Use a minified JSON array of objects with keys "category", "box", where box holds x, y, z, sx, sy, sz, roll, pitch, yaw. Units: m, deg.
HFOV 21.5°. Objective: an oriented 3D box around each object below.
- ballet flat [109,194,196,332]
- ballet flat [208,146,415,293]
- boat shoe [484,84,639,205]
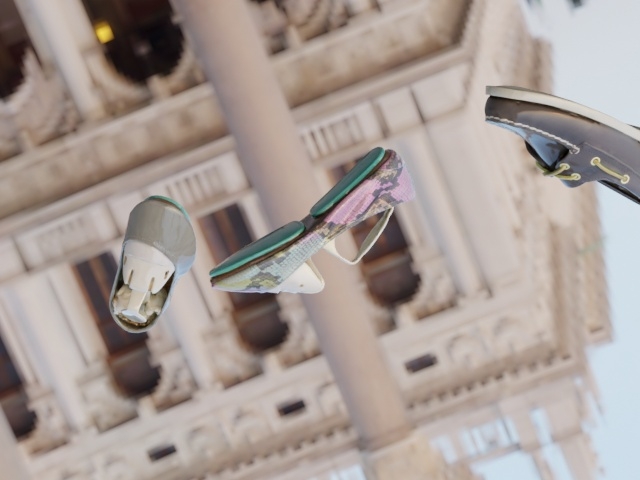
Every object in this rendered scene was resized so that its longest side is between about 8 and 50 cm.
[{"category":"ballet flat","box":[-0.165,0.033,1.632,0.213,0.072,0.068,113,-2,-62]},{"category":"ballet flat","box":[0.000,0.000,1.622,0.221,0.079,0.077,-37,-166,-4]},{"category":"boat shoe","box":[0.224,-0.076,1.420,0.228,0.068,0.081,15,-175,-33]}]
